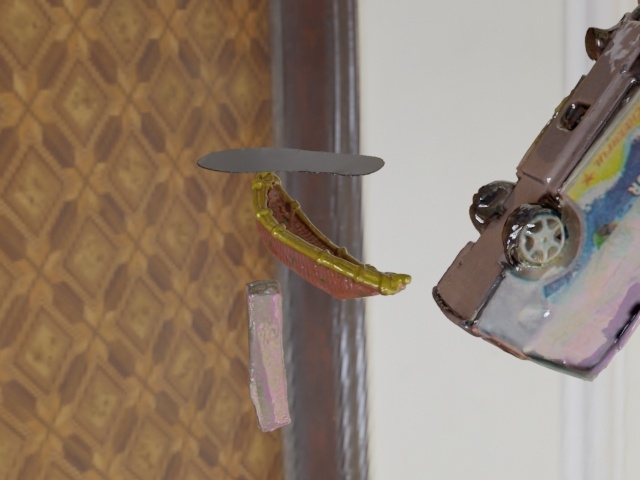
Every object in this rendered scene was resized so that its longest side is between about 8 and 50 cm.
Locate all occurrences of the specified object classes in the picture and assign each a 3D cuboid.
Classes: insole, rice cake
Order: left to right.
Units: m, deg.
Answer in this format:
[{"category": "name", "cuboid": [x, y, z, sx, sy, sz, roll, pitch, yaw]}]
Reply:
[{"category": "rice cake", "cuboid": [-0.060, 0.135, 1.312, 0.036, 0.047, 0.207, -99, -173, -58]}, {"category": "insole", "cuboid": [-0.035, -0.093, 1.349, 0.080, 0.232, 0.003, -56, 145, -57]}]

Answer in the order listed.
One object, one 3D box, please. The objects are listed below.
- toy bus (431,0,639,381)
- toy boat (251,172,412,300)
[{"category": "toy bus", "cuboid": [0.215, -0.051, 0.795, 0.317, 0.138, 0.112, -55, -165, 8]}, {"category": "toy boat", "cuboid": [-0.004, 0.005, 1.613, 0.141, 0.318, 0.099, 12, 112, -51]}]
